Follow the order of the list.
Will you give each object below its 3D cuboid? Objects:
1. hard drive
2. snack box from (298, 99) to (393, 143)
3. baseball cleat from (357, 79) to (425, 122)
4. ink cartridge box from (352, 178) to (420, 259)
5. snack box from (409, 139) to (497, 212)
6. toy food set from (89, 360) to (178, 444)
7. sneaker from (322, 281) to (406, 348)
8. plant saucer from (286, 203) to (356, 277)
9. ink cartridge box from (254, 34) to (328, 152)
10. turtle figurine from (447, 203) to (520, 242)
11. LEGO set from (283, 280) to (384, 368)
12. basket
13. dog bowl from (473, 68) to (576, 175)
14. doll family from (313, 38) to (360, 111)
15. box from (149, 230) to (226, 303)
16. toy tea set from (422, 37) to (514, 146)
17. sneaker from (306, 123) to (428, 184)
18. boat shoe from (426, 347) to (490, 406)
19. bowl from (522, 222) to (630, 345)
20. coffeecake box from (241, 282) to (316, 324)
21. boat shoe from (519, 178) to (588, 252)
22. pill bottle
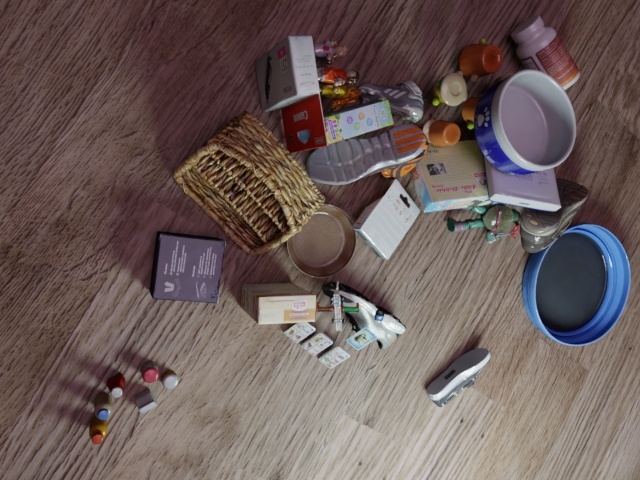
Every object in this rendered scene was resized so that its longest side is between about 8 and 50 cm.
[{"bbox_3d":[0.558,-0.243,1.625,0.210,0.040,0.319,8,63,-14],"label":"hard drive"},{"bbox_3d":[0.052,-0.295,1.450,0.207,0.174,0.070,-19,105,-19],"label":"snack box"},{"bbox_3d":[0.194,-0.399,1.560,0.206,0.072,0.109,22,74,-26],"label":"baseball cleat"},{"bbox_3d":[0.183,-0.060,1.581,0.145,0.045,0.179,46,70,-34],"label":"ink cartridge box"},{"bbox_3d":[0.411,-0.188,1.613,0.321,0.060,0.187,-7,67,-19],"label":"snack box"},{"bbox_3d":[-0.453,0.377,1.367,0.232,0.104,0.111,-27,104,-16],"label":"toy food set"},{"bbox_3d":[0.111,0.207,1.567,0.271,0.100,0.108,36,92,-18],"label":"sneaker"},{"bbox_3d":[0.000,0.000,1.535,0.198,0.036,0.199,-2,97,-21],"label":"plant saucer"},{"bbox_3d":[-0.075,-0.328,1.345,0.060,0.275,0.239,-11,98,-21],"label":"ink cartridge box"},{"bbox_3d":[0.496,-0.076,1.675,0.234,0.118,0.175,1,95,-15],"label":"turtle figurine"},{"bbox_3d":[0.049,0.224,1.524,0.182,0.060,0.244,40,120,-19],"label":"LEGO set"},{"bbox_3d":[-0.167,-0.123,1.365,0.223,0.213,0.299,-45,108,-12],"label":"basket"},{"bbox_3d":[0.543,-0.309,1.522,0.264,0.104,0.265,3,82,-24],"label":"dog bowl"},{"bbox_3d":[0.019,-0.407,1.431,0.163,0.263,0.118,5,128,-13],"label":"doll family"},{"bbox_3d":[-0.323,0.064,1.390,0.158,0.093,0.156,7,93,-22],"label":"box"},{"bbox_3d":[0.395,-0.405,1.597,0.336,0.124,0.200,-39,114,-14],"label":"toy tea set"},{"bbox_3d":[0.132,-0.201,1.520,0.321,0.180,0.125,-10,78,14],"label":"sneaker"},{"bbox_3d":[0.423,0.415,1.714,0.228,0.080,0.076,-37,113,-12],"label":"boat shoe"},{"bbox_3d":[0.816,0.138,1.831,0.391,0.077,0.391,-2,97,-20],"label":"bowl"},{"bbox_3d":[-0.109,0.153,1.430,0.142,0.185,0.068,0,95,-20],"label":"coffeecake box"},{"bbox_3d":[0.686,-0.078,1.719,0.355,0.132,0.130,-30,140,-38],"label":"boat shoe"},{"bbox_3d":[0.654,-0.541,1.678,0.121,0.121,0.216,-45,108,-11],"label":"pill bottle"}]
